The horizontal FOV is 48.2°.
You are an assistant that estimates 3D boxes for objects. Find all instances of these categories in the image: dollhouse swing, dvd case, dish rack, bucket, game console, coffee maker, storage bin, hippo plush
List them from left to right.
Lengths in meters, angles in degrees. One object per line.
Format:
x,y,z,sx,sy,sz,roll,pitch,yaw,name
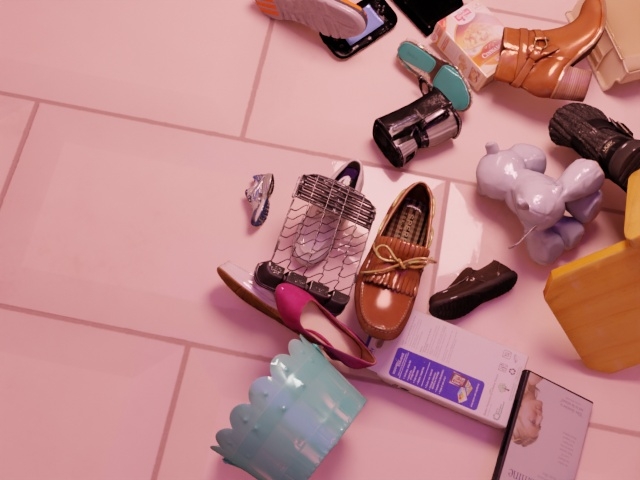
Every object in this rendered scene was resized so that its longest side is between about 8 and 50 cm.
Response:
-0.053,0.342,1.365,0.183,0.281,0.281,38,74,9,bucket
0.000,0.000,1.507,0.208,0.074,0.272,24,67,-13,dish rack
0.169,-0.572,1.808,0.361,0.044,0.213,-36,76,-13,game console
0.213,-0.274,1.681,0.178,0.120,0.171,-27,49,-12,coffee maker
0.453,-0.091,1.597,0.294,0.234,0.236,-22,42,-25,hippo plush
0.453,0.414,1.454,0.180,0.022,0.253,27,71,-15,dvd case
0.674,0.059,1.510,0.347,0.304,0.315,52,41,-24,dollhouse swing
0.798,-0.524,1.776,0.262,0.123,0.261,-15,72,-8,storage bin

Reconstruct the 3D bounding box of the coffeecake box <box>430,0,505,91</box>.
0.387,-0.484,1.761,0.142,0.068,0.185,-36,79,-19,coffeecake box

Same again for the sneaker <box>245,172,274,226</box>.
-0.145,-0.093,1.630,0.058,0.052,0.135,7,63,11,sneaker

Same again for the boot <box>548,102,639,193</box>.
0.702,-0.177,1.641,0.131,0.348,0.260,-51,35,11,boot

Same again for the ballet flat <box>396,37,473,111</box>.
0.288,-0.407,1.738,0.241,0.077,0.091,48,118,12,ballet flat

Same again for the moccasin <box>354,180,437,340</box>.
0.169,0.036,1.496,0.139,0.147,0.380,24,56,6,moccasin

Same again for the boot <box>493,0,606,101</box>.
0.537,-0.469,1.680,0.220,0.109,0.284,16,85,9,boot

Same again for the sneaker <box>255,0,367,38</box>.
0.003,-0.615,1.746,0.321,0.125,0.180,26,69,24,sneaker

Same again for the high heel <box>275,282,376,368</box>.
0.011,0.170,1.407,0.082,0.117,0.244,-51,121,-29,high heel

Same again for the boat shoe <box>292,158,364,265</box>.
0.023,-0.067,1.601,0.096,0.088,0.268,33,72,9,boat shoe

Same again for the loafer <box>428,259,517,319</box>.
0.324,0.105,1.568,0.220,0.080,0.078,-19,49,-19,loafer

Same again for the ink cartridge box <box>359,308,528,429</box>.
0.255,0.259,1.510,0.332,0.065,0.165,23,72,4,ink cartridge box

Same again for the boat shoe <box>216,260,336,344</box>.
-0.091,0.114,1.534,0.277,0.098,0.096,34,72,-1,boat shoe
